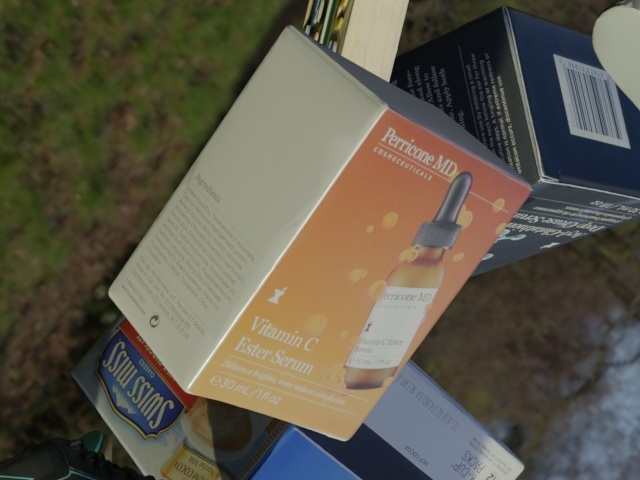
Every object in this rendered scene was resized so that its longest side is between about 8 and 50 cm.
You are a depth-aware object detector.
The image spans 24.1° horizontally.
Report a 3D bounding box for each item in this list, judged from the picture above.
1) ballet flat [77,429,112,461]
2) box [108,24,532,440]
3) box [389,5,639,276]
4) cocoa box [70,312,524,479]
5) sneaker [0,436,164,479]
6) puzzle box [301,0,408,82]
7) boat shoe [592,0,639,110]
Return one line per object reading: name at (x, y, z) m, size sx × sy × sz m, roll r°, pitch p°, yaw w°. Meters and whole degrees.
ballet flat at (-0.254, 0.278, 1.460) m, size 0.080 × 0.073 × 0.232 m, roll -21°, pitch -160°, yaw 30°
box at (0.000, 0.000, 0.768) m, size 0.130 × 0.091 × 0.170 m, roll 23°, pitch 107°, yaw -45°
box at (0.167, -0.092, 1.816) m, size 0.395 × 0.212 × 0.293 m, roll -21°, pitch 162°, yaw 38°
cocoa box at (-0.034, 0.162, 1.372) m, size 0.228 × 0.231 × 0.347 m, roll -49°, pitch -147°, yaw -2°
sneaker at (-0.161, 0.189, 1.068) m, size 0.267 × 0.106 × 0.101 m, roll -2°, pitch 160°, yaw -12°
puzzle box at (0.053, -0.320, 1.473) m, size 0.272 × 0.052 × 0.409 m, roll -171°, pitch -85°, yaw -78°
boat shoe at (0.266, -0.075, 0.965) m, size 0.070 × 0.219 × 0.078 m, roll -38°, pitch -175°, yaw -35°
